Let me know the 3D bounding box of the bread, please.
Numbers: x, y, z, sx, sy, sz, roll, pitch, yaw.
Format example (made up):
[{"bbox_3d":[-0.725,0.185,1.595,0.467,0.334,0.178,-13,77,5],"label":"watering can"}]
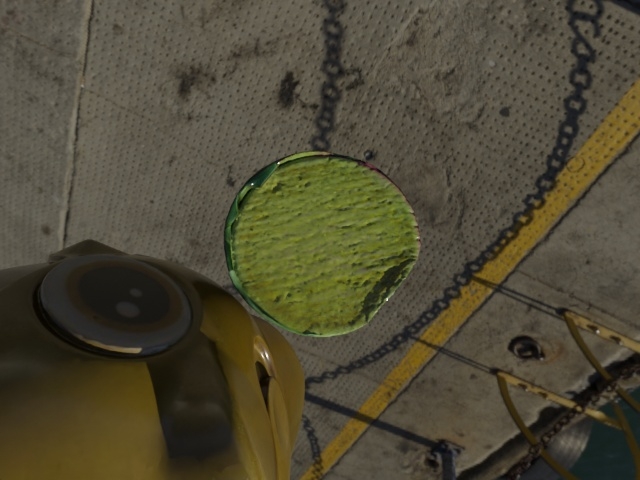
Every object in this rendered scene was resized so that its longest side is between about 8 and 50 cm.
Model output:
[{"bbox_3d":[0.000,0.000,0.545,0.228,0.228,0.033,14,162,2],"label":"bread"}]

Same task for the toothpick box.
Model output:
[{"bbox_3d":[-0.236,0.207,0.461,0.425,0.409,0.409,-11,122,2],"label":"toothpick box"}]
